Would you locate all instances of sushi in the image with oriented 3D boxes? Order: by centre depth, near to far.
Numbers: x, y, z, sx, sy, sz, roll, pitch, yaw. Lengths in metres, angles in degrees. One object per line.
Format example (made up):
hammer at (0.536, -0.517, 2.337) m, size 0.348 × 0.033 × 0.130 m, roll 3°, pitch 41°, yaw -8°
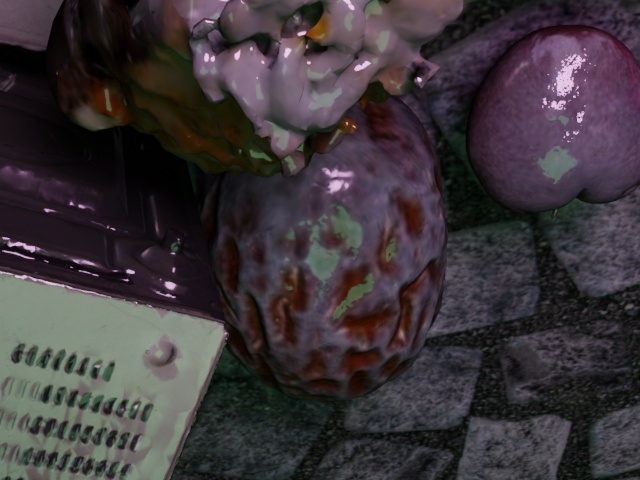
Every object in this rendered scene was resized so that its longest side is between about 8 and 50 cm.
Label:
sushi at (0.013, -0.218, 0.573) m, size 0.417 × 0.417 × 0.176 m, roll -35°, pitch 125°, yaw 26°

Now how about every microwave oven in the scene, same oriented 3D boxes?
microwave oven at (-0.260, 0.015, 0.749) m, size 0.333 × 0.394 × 0.247 m, roll 14°, pitch 111°, yaw -20°

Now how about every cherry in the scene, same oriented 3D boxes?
cherry at (0.208, -0.104, 0.886) m, size 0.176 × 0.140 × 0.176 m, roll -2°, pitch 110°, yaw -6°

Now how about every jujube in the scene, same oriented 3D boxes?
jujube at (0.009, 0.001, 0.891) m, size 0.215 × 0.246 × 0.308 m, roll 23°, pitch 154°, yaw 21°

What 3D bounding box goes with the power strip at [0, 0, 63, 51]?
power strip at (-0.229, -0.254, 0.743) m, size 0.198 × 0.064 × 0.213 m, roll 10°, pitch 119°, yaw -13°
